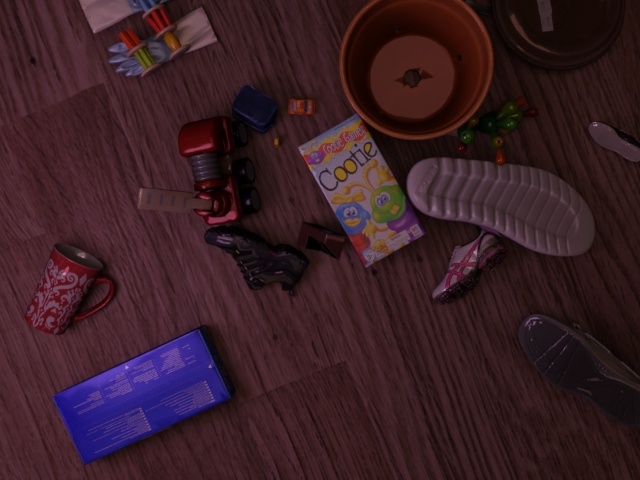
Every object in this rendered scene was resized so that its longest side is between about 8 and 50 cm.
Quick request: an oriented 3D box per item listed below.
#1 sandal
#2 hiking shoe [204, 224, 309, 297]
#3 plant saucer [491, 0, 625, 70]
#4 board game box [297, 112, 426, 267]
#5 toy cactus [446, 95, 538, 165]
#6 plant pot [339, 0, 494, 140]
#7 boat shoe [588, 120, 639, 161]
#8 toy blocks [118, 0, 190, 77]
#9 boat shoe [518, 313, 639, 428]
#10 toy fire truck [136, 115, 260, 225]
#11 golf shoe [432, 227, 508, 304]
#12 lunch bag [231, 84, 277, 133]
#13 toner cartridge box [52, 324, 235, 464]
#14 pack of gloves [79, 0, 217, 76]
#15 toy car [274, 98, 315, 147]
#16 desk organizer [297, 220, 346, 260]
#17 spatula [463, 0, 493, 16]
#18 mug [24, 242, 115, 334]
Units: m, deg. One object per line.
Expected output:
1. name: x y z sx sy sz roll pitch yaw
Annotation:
1. sandal: 0.368 -0.079 1.807 0.417 0.102 0.169 18 79 -11
2. hiking shoe: -0.143 0.047 1.835 0.227 0.086 0.114 21 102 -9
3. plant saucer: 0.488 -0.485 1.792 0.278 0.041 0.277 0 87 -2
4. board game box: 0.084 -0.101 1.798 0.144 0.142 0.275 -30 91 4
5. toy cactus: 0.326 -0.225 1.786 0.181 0.219 0.112 5 123 43
6. plant pot: 0.186 -0.335 1.751 0.291 0.203 0.290 0 91 4
7. boat shoe: 0.612 -0.210 1.817 0.125 0.038 0.046 31 135 7
8. toy blocks: -0.359 -0.429 1.816 0.123 0.054 0.148 -34 94 -6
9. boat shoe: 0.551 0.259 1.819 0.320 0.103 0.118 34 113 7
10. toy fire truck: -0.248 -0.134 1.758 0.159 0.246 0.216 -9 92 18
11. golf shoe: 0.300 0.056 1.840 0.186 0.067 0.086 -44 58 8
12. lunch bag: -0.134 -0.270 1.843 0.098 0.065 0.067 33 77 2
13. toner cartridge box: -0.373 0.327 1.875 0.348 0.075 0.165 -24 92 4
14. pack of gloves: -0.363 -0.463 1.866 0.232 0.046 0.195 -24 92 -7
15. toy car: -0.054 -0.246 1.850 0.060 0.040 0.122 20 93 2
16. desk organizer: 0.000 0.000 1.811 0.047 0.130 0.050 11 97 -26
17. spatula: 0.346 -0.478 1.822 0.297 0.030 0.084 13 87 -1
18. mug: -0.531 0.114 1.859 0.150 0.113 0.169 30 97 3
